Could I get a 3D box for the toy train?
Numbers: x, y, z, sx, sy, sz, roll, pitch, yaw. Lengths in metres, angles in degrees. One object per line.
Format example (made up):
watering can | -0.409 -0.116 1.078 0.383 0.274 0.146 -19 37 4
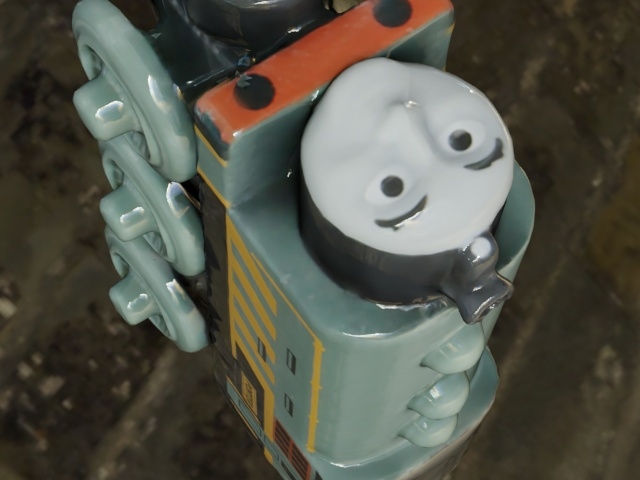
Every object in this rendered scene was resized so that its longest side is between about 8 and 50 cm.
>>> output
toy train | 0.000 0.000 0.594 0.142 0.190 0.334 -33 -19 -17
